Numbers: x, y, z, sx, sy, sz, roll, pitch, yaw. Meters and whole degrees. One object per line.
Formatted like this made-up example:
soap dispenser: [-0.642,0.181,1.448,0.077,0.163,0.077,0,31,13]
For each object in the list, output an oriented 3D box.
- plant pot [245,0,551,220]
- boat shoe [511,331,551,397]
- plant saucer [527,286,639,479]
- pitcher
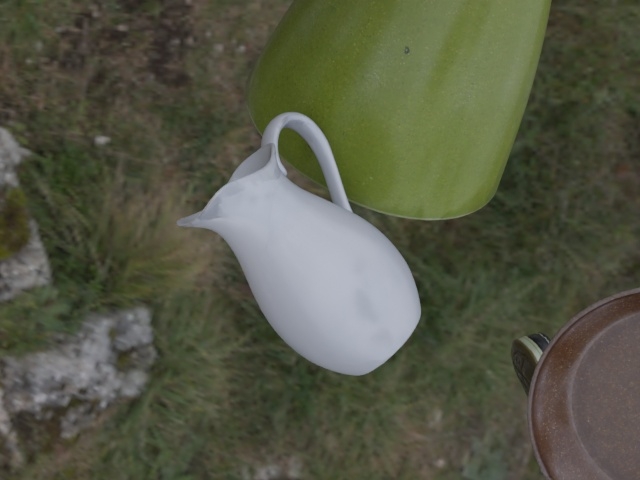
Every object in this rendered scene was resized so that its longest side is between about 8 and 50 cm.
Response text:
plant pot: [0.102,-0.218,1.318,0.274,0.275,0.293,-13,140,-39]
boat shoe: [0.260,0.167,1.432,0.073,0.080,0.223,-31,125,-5]
plant saucer: [0.240,0.119,0.938,0.036,0.198,0.199,-42,130,-65]
pitcher: [0.000,0.000,1.215,0.207,0.125,0.178,46,52,-12]
